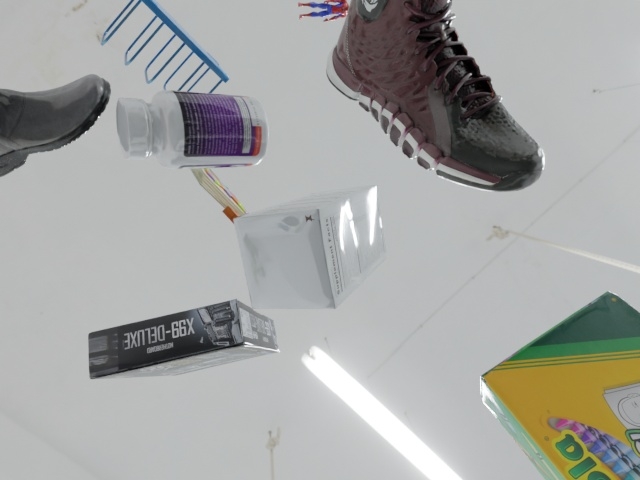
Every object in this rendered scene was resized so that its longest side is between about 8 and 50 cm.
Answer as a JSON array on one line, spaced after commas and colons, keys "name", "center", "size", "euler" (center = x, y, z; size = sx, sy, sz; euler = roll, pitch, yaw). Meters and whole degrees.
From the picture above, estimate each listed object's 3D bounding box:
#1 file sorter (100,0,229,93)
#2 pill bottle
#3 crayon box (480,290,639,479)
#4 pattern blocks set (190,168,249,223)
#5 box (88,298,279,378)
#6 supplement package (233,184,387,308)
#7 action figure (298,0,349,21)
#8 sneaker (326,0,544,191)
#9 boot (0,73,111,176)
[{"name": "file sorter", "center": [-0.260, -0.312, 0.674], "size": [0.104, 0.118, 0.170], "euler": [-43, -49, 10]}, {"name": "pill bottle", "center": [-0.183, -0.159, 0.582], "size": [0.193, 0.108, 0.108], "euler": [-10, -75, -36]}, {"name": "crayon box", "center": [0.298, 0.200, 0.343], "size": [0.165, 0.278, 0.081], "euler": [-32, -41, -4]}, {"name": "pattern blocks set", "center": [-0.218, -0.107, 0.883], "size": [0.026, 0.285, 0.325], "euler": [-41, -35, -1]}, {"name": "box", "center": [-0.225, 0.193, 0.750], "size": [0.242, 0.307, 0.076], "euler": [-13, -108, 0]}, {"name": "supplement package", "center": [0.000, 0.000, 0.625], "size": [0.134, 0.244, 0.139], "euler": [-5, -79, 26]}, {"name": "action figure", "center": [0.014, -0.459, 0.798], "size": [0.115, 0.030, 0.038], "euler": [-2, -52, 3]}, {"name": "sneaker", "center": [0.113, -0.179, 0.384], "size": [0.106, 0.281, 0.162], "euler": [-29, -30, -31]}, {"name": "boot", "center": [-0.599, -0.265, 0.750], "size": [0.338, 0.118, 0.223], "euler": [-31, -34, 2]}]
